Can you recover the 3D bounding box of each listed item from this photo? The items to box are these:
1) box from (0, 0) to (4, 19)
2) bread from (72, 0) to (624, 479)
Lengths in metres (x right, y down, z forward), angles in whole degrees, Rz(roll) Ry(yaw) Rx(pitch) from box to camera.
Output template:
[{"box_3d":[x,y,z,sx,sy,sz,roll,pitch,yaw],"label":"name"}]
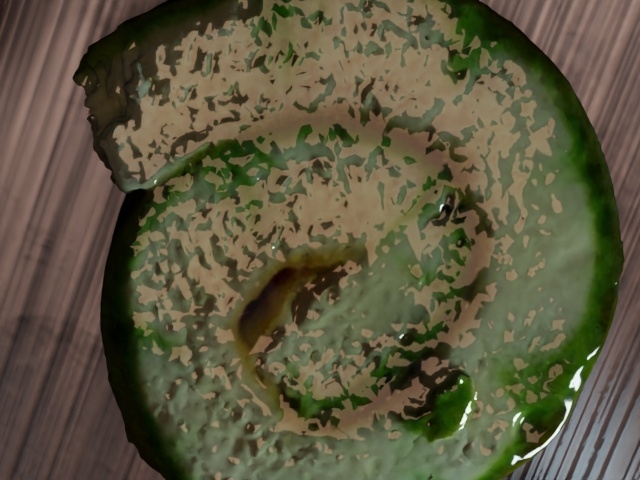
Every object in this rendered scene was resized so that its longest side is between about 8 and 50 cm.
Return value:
[{"box_3d":[-0.342,-0.229,0.914,0.263,0.108,0.404,-17,112,33],"label":"box"},{"box_3d":[0.000,0.000,1.059,0.382,0.129,0.366,39,99,-10],"label":"bread"}]
